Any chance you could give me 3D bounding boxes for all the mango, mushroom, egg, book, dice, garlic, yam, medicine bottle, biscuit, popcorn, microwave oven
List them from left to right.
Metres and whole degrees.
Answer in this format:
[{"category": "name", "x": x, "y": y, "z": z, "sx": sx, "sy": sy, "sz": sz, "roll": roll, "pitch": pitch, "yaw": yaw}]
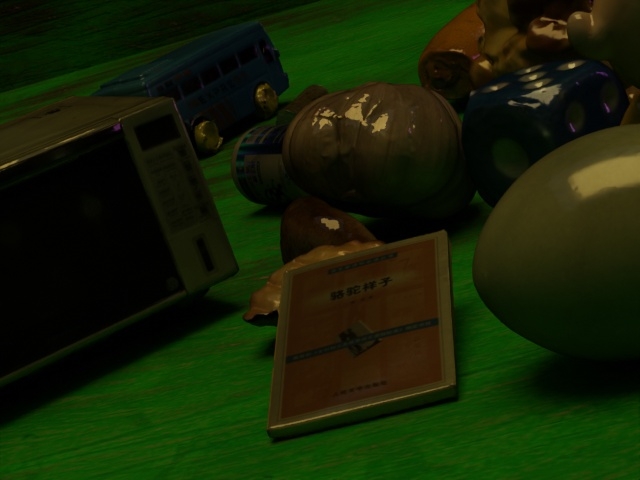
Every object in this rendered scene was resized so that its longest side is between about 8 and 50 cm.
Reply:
[{"category": "microwave oven", "x": -0.341, "y": 0.020, "z": 1.721, "sx": 0.394, "sy": 0.247, "sz": 0.333, "roll": -25, "pitch": 16, "yaw": -27}, {"category": "medicine bottle", "x": -0.021, "y": -0.097, "z": 2.025, "sx": 0.107, "sy": 0.107, "sz": 0.191, "roll": -29, "pitch": 19, "yaw": -35}, {"category": "yam", "x": -0.025, "y": -0.204, "z": 2.489, "sx": 0.054, "sy": 0.054, "sz": 0.132, "roll": -9, "pitch": 19, "yaw": 27}, {"category": "mushroom", "x": -0.002, "y": 0.000, "z": 1.718, "sx": 0.072, "sy": 0.094, "sz": 0.210, "roll": -20, "pitch": 20, "yaw": -20}, {"category": "biscuit", "x": 0.022, "y": 0.052, "z": 1.550, "sx": 0.183, "sy": 0.061, "sz": 0.118, "roll": -8, "pitch": 35, "yaw": 26}, {"category": "book", "x": 0.039, "y": 0.079, "z": 1.416, "sx": 0.170, "sy": 0.018, "sz": 0.242, "roll": -15, "pitch": 31, "yaw": 11}, {"category": "garlic", "x": 0.069, "y": -0.104, "z": 1.783, "sx": 0.227, "sy": 0.152, "sz": 0.228, "roll": 12, "pitch": -4, "yaw": 1}, {"category": "mango", "x": 0.292, "y": -0.307, "z": 2.340, "sx": 0.359, "sy": 0.144, "sz": 0.187, "roll": -25, "pitch": 14, "yaw": -16}, {"category": "dice", "x": 0.249, "y": -0.111, "z": 1.712, "sx": 0.143, "sy": 0.146, "sz": 0.146, "roll": 2, "pitch": 25, "yaw": 46}, {"category": "popcorn", "x": 0.313, "y": -0.264, "z": 2.006, "sx": 0.225, "sy": 0.265, "sz": 0.332, "roll": -6, "pitch": -32, "yaw": -30}, {"category": "egg", "x": 0.245, "y": 0.003, "z": 1.255, "sx": 0.253, "sy": 0.187, "sz": 0.186, "roll": -12, "pitch": 16, "yaw": 6}]

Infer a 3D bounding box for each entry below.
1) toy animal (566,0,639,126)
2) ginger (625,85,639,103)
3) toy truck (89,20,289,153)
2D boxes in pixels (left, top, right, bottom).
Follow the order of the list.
[{"category": "toy animal", "x": 0.382, "y": -0.182, "z": 1.538, "sx": 0.277, "sy": 0.345, "sz": 0.247, "roll": -47, "pitch": 15, "yaw": 26}, {"category": "ginger", "x": 0.421, "y": -0.147, "z": 1.795, "sx": 0.137, "sy": 0.074, "sz": 0.213, "roll": -23, "pitch": 23, "yaw": -18}, {"category": "toy truck", "x": -0.206, "y": -0.240, "z": 2.609, "sx": 0.161, "sy": 0.162, "sz": 0.385, "roll": -8, "pitch": 18, "yaw": 36}]
